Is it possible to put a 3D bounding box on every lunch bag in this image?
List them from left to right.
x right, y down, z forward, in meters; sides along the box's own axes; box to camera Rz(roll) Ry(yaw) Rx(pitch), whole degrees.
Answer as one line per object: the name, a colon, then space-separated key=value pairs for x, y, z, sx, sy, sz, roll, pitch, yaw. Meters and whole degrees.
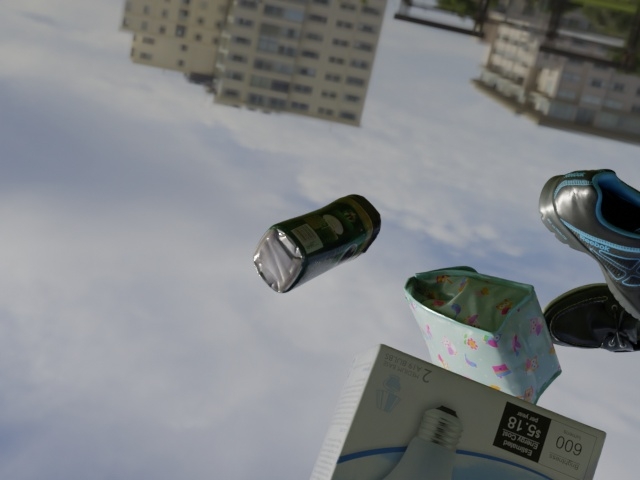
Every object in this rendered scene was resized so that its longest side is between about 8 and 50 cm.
lunch bag: x=0.283 y=0.173 z=1.775 sx=0.160 sy=0.223 sz=0.262 roll=-42 pitch=-146 yaw=-26

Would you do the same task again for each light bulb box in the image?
light bulb box: x=0.166 y=0.386 z=1.411 sx=0.358 sy=0.361 sz=0.225 roll=21 pitch=167 yaw=-1

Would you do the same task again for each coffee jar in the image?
coffee jar: x=0.000 y=0.000 z=1.318 sx=0.079 sy=0.096 sz=0.184 roll=49 pitch=-139 yaw=16

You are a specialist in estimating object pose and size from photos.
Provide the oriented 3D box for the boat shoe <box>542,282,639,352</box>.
boat shoe: x=0.588 y=0.154 z=1.838 sx=0.340 sy=0.127 sz=0.113 roll=2 pitch=-170 yaw=-13

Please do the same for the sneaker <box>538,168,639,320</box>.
sneaker: x=0.475 y=0.022 z=1.413 sx=0.341 sy=0.125 sz=0.140 roll=36 pitch=163 yaw=-8
